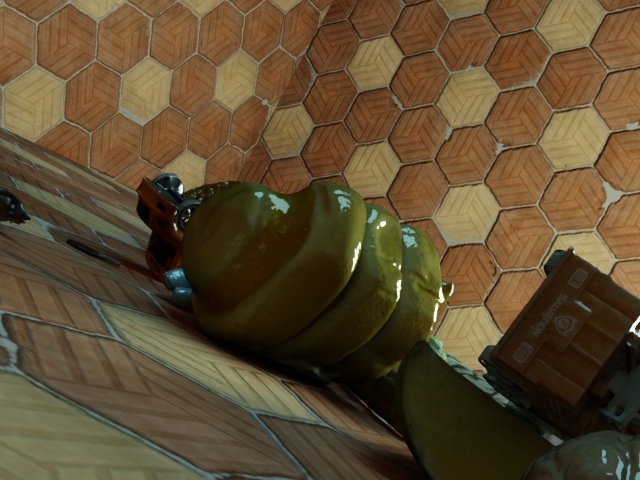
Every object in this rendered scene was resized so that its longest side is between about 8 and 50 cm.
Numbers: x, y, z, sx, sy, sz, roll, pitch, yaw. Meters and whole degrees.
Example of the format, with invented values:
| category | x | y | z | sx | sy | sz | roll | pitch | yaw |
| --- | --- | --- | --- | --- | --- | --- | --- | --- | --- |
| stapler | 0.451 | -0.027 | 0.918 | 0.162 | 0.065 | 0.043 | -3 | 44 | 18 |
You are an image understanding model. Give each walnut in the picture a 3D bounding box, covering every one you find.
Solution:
| category | x | y | z | sx | sy | sz | roll | pitch | yaw |
| --- | --- | --- | --- | --- | --- | --- | --- | --- | --- |
| walnut | 0.237 | 0.236 | 0.715 | 0.178 | 0.178 | 0.230 | 28 | -5 | 16 |

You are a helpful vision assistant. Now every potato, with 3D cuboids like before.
| category | x | y | z | sx | sy | sz | roll | pitch | yaw |
| --- | --- | --- | --- | --- | --- | --- | --- | --- | --- |
| potato | 0.179 | 0.234 | 0.997 | 0.269 | 0.112 | 0.255 | 41 | -3 | 8 |

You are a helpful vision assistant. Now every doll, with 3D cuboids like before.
| category | x | y | z | sx | sy | sz | roll | pitch | yaw |
| --- | --- | --- | --- | --- | --- | --- | --- | --- | --- |
| doll | -0.171 | 0.077 | 1.333 | 0.180 | 0.075 | 0.120 | -5 | 68 | -54 |

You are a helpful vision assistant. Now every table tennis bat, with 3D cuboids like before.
| category | x | y | z | sx | sy | sz | roll | pitch | yaw |
| --- | --- | --- | --- | --- | --- | --- | --- | --- | --- |
| table tennis bat | -0.329 | 0.017 | 1.316 | 0.083 | 0.007 | 0.050 | 26 | -1 | -5 |

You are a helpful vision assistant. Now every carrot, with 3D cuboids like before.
| category | x | y | z | sx | sy | sz | roll | pitch | yaw |
| --- | --- | --- | --- | --- | --- | --- | --- | --- | --- |
| carrot | 0.090 | 0.208 | 1.268 | 0.070 | 0.070 | 0.260 | 28 | 1 | -22 |

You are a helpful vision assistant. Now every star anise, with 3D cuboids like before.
| category | x | y | z | sx | sy | sz | roll | pitch | yaw |
| --- | --- | --- | --- | --- | --- | --- | --- | --- | --- |
| star anise | -0.424 | -0.062 | 1.113 | 0.124 | 0.056 | 0.129 | 27 | 1 | -35 |

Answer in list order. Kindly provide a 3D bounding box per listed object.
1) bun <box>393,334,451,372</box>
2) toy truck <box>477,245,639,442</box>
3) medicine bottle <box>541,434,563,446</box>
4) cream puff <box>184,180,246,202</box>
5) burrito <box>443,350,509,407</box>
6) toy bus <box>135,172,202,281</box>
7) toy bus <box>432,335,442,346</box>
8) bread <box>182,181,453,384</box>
| category | x | y | z | sx | sy | sz | roll | pitch | yaw |
| --- | --- | --- | --- | --- | --- | --- | --- | --- | --- |
| bun | 0.136 | 0.201 | 1.477 | 0.212 | 0.126 | 0.204 | 29 | 3 | 18 |
| toy truck | 0.280 | 0.149 | 0.890 | 0.184 | 0.133 | 0.338 | 35 | -8 | 29 |
| medicine bottle | 0.391 | 0.321 | 1.182 | 0.254 | 0.152 | 0.152 | 28 | 0 | 4 |
| cream puff | -0.165 | -0.007 | 1.770 | 0.303 | 0.212 | 0.303 | 31 | 4 | -2 |
| burrito | 0.245 | 0.274 | 1.705 | 0.139 | 0.101 | 0.445 | 14 | 11 | -36 |
| toy bus | -0.170 | 0.021 | 1.489 | 0.329 | 0.153 | 0.143 | 30 | 6 | -38 |
| toy bus | 0.189 | 0.244 | 2.244 | 0.091 | 0.109 | 0.262 | 21 | 3 | -36 |
| bread | -0.023 | 0.064 | 1.180 | 0.301 | 0.210 | 0.341 | -12 | -31 | 33 |
